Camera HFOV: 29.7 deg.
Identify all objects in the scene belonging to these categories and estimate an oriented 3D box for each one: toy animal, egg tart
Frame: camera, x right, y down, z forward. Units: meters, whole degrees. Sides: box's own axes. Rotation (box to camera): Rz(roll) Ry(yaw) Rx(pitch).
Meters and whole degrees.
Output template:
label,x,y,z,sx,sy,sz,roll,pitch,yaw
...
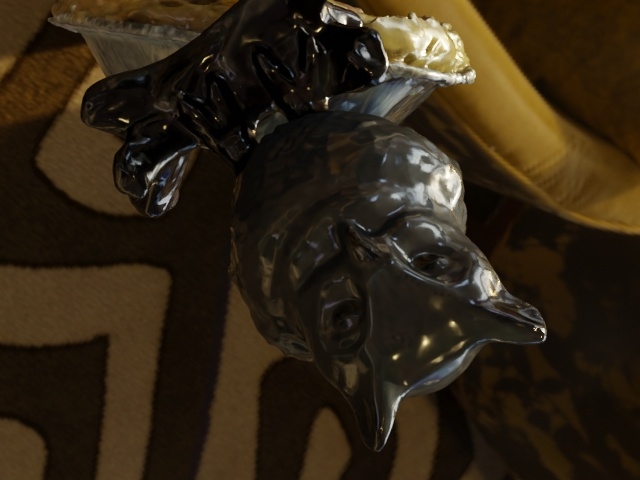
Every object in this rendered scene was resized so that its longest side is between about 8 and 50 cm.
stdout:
label,x,y,z,sx,sy,sz,roll,pitch,yaw
toy animal,0.002,0.004,0.407,0.121,0.210,0.117,-30,134,2
egg tart,-0.033,-0.092,0.662,0.234,0.234,0.094,3,98,-35
